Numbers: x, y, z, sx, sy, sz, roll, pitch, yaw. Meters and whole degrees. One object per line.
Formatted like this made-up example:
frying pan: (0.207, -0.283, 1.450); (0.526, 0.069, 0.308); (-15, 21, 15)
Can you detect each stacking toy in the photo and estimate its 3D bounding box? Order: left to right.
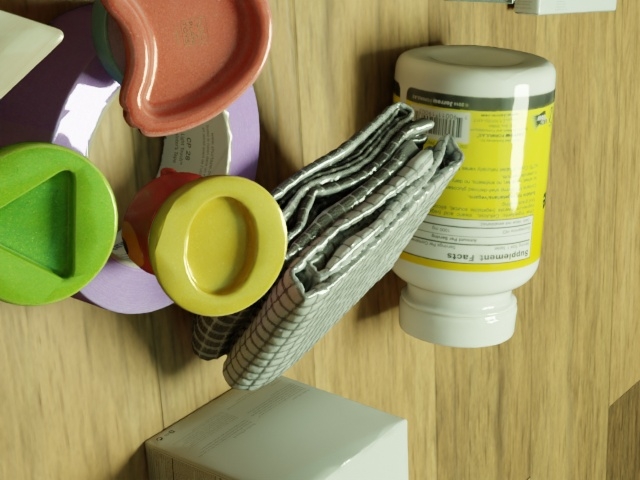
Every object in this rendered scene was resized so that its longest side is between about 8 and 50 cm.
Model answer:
stacking toy: (-0.179, -0.092, 1.215); (0.279, 0.130, 0.309); (-7, 107, -24)

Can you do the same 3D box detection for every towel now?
towel: (0.000, 0.000, 1.506); (0.283, 0.121, 0.235); (-43, 171, -36)

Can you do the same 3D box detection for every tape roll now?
tape roll: (-0.177, -0.076, 1.347); (0.275, 0.090, 0.275); (-25, 123, -47)

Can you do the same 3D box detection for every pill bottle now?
pill bottle: (0.172, -0.053, 1.739); (0.188, 0.188, 0.334); (-19, 117, -49)

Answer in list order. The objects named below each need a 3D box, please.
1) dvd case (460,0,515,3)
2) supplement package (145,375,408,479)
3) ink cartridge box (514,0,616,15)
dvd case: (0.188, -0.341, 1.741); (0.013, 0.087, 0.119); (-52, 144, -59)
supplement package: (-0.042, 0.262, 1.554); (0.194, 0.203, 0.149); (-29, 124, -44)
ink cartridge box: (0.333, -0.412, 1.943); (0.223, 0.045, 0.224); (-12, 110, -51)
